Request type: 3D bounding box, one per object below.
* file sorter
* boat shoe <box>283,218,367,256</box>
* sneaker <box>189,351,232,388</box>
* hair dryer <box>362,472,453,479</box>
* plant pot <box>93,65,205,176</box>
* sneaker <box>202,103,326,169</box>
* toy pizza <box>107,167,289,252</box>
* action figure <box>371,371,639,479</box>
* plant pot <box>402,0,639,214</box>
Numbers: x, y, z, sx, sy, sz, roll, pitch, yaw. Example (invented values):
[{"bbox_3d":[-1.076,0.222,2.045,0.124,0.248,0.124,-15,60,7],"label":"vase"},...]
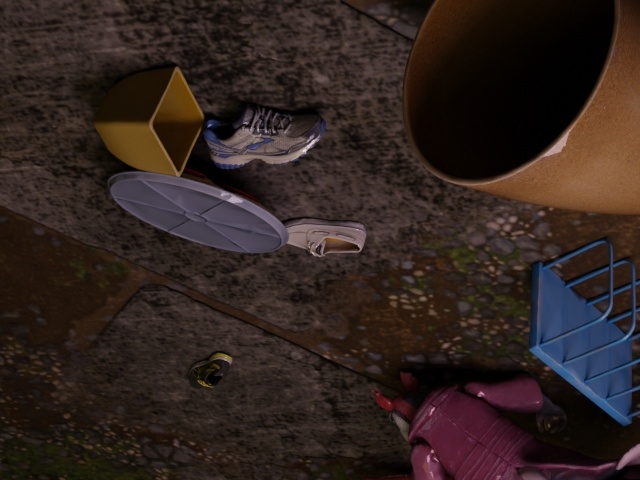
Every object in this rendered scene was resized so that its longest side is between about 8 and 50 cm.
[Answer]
[{"bbox_3d":[0.318,0.097,1.793,0.104,0.118,0.170,-27,129,35],"label":"file sorter"},{"bbox_3d":[0.000,0.000,1.817,0.100,0.035,0.035,2,142,11],"label":"boat shoe"},{"bbox_3d":[-0.141,0.168,2.069,0.031,0.035,0.083,28,140,-19],"label":"sneaker"},{"bbox_3d":[0.176,0.355,2.108,0.294,0.080,0.224,17,-171,35],"label":"hair dryer"},{"bbox_3d":[-0.178,-0.121,1.677,0.083,0.081,0.081,3,143,25],"label":"plant pot"},{"bbox_3d":[-0.061,-0.109,1.682,0.135,0.052,0.058,-11,131,24],"label":"sneaker"},{"bbox_3d":[-0.128,-0.038,1.771,0.201,0.032,0.201,15,163,5],"label":"toy pizza"},{"bbox_3d":[0.200,0.269,1.904,0.370,0.248,0.275,33,171,20],"label":"action figure"},{"bbox_3d":[0.244,-0.121,1.474,0.254,0.237,0.237,22,144,-39],"label":"plant pot"}]
